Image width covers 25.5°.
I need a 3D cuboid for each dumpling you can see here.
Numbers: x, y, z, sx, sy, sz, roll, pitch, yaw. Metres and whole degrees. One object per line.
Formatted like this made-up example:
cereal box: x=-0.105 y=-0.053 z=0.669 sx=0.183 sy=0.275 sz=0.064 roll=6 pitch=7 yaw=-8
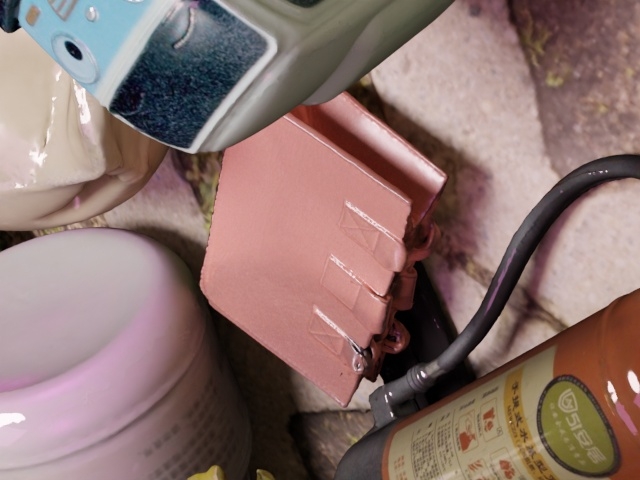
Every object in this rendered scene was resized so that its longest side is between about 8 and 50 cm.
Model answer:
dumpling: x=-0.227 y=-0.164 z=1.014 sx=0.395 sy=0.233 sz=0.315 roll=1 pitch=87 yaw=57

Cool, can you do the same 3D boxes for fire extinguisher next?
fire extinguisher: x=0.140 y=0.088 z=0.866 sx=0.376 sy=0.113 sz=0.200 roll=-34 pitch=92 yaw=44

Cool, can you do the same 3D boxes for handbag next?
handbag: x=0.000 y=0.000 z=0.960 sx=0.157 sy=0.059 sz=0.212 roll=37 pitch=139 yaw=21

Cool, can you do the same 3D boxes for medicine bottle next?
medicine bottle: x=-0.172 y=0.169 z=1.123 sx=0.241 sy=0.241 sz=0.302 roll=12 pitch=134 yaw=37

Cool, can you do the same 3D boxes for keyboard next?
keyboard: x=0.049 y=0.039 z=0.999 sx=0.087 sy=0.017 sz=0.250 roll=-9 pitch=110 yaw=47

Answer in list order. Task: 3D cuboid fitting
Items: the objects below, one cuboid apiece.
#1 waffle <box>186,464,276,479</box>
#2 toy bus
waffle: x=-0.050 y=0.279 z=0.994 sx=0.317 sy=0.073 sz=0.297 roll=-29 pitch=120 yaw=32
toy bus: x=-0.020 y=-0.157 z=0.735 sx=0.165 sy=0.271 sz=0.133 roll=47 pitch=139 yaw=1
